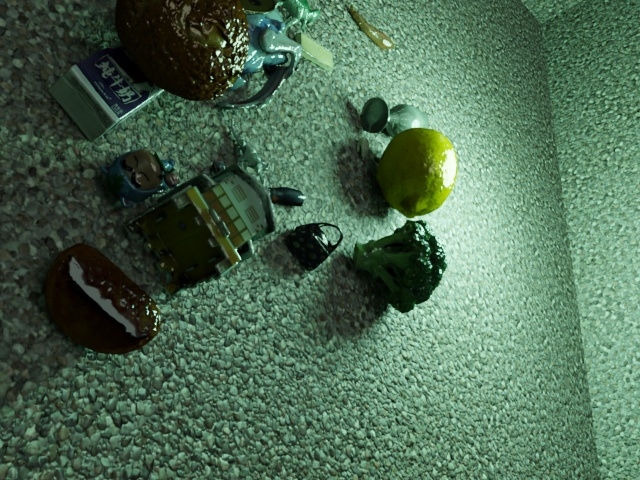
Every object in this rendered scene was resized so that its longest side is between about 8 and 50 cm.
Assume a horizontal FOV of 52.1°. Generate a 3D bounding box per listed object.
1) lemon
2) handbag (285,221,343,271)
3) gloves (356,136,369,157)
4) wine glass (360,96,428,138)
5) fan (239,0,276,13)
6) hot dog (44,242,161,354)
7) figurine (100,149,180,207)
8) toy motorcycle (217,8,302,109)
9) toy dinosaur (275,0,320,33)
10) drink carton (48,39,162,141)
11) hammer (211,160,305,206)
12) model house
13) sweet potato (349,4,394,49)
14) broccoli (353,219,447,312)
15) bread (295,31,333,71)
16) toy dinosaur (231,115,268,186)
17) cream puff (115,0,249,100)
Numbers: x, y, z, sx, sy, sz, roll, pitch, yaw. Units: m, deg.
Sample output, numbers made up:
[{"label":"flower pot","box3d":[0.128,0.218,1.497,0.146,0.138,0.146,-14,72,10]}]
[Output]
[{"label":"lemon","box3d":[0.297,-0.208,2.020,0.245,0.245,0.320,39,50,-30]},{"label":"handbag","box3d":[0.000,0.000,1.667,0.115,0.139,0.072,56,32,-12]},{"label":"gloves","box3d":[0.131,-0.296,2.043,0.044,0.037,0.081,-2,76,-12]},{"label":"wine glass","box3d":[0.250,-0.394,2.153,0.241,0.126,0.126,-1,73,-47]},{"label":"fan","box3d":[-0.217,-0.660,1.701,0.229,0.011,0.335,19,36,-6]},{"label":"hot dog","box3d":[-0.399,0.109,1.193,0.227,0.099,0.160,53,41,-15]},{"label":"figurine","box3d":[-0.348,-0.140,1.346,0.178,0.144,0.114,-21,92,-62]},{"label":"toy motorcycle","box3d":[-0.177,-0.464,1.651,0.319,0.182,0.241,-27,92,-45]},{"label":"toy dinosaur","box3d":[-0.107,-0.675,1.885,0.076,0.129,0.383,35,10,19]},{"label":"drink carton","box3d":[-0.430,-0.324,1.369,0.134,0.102,0.222,51,40,-15]},{"label":"hammer","box3d":[-0.143,-0.112,1.637,0.289,0.037,0.137,5,68,-47]},{"label":"model house","box3d":[-0.237,-0.029,1.345,0.198,0.224,0.215,57,41,-10]},{"label":"sweet potato","box3d":[0.174,-0.738,2.292,0.214,0.050,0.050,34,49,-26]},{"label":"broccoli","box3d":[0.223,0.067,1.834,0.270,0.270,0.270,9,61,-10]},{"label":"bread","box3d":[-0.016,-0.578,2.012,0.153,0.028,0.068,17,61,-44]},{"label":"toy dinosaur","box3d":[-0.180,-0.219,1.627,0.209,0.039,0.082,62,19,14]},{"label":"cream puff","box3d":[-0.274,-0.451,1.370,0.303,0.212,0.303,21,57,-37]}]
